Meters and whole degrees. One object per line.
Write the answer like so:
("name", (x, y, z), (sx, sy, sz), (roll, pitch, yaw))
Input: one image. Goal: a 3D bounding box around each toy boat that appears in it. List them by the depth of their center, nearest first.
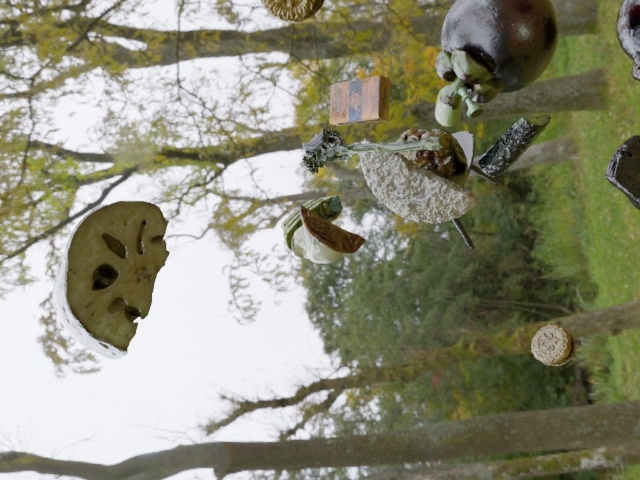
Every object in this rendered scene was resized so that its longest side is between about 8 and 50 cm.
("toy boat", (-0.041, -0.071, 1.839), (0.276, 0.084, 0.111), (-39, -52, -29))

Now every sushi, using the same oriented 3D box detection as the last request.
("sushi", (0.273, -0.203, 1.347), (0.204, 0.200, 0.213), (36, -142, -48))

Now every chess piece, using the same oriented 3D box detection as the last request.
("chess piece", (0.388, -0.366, 1.335), (0.042, 0.042, 0.093), (39, -154, -62))

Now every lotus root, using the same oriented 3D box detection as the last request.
("lotus root", (-0.303, 0.046, 0.733), (0.138, 0.119, 0.235), (16, -110, -22))

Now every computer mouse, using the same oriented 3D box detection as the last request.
("computer mouse", (0.731, -0.138, 1.141), (0.217, 0.073, 0.122), (33, -96, -22))

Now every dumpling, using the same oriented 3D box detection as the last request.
("dumpling", (0.002, -0.001, 1.469), (0.100, 0.169, 0.134), (-47, -47, -34))

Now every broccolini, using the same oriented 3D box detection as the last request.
("broccolini", (0.081, -0.149, 0.830), (0.057, 0.254, 0.071), (-45, -49, -48))

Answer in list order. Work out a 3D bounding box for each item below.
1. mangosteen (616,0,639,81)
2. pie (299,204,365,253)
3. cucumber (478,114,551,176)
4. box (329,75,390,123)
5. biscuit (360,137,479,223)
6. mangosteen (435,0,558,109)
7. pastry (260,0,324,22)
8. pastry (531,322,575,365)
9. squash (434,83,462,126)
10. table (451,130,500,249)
("mangosteen", (0.865, -0.527, 1.232), (0.313, 0.297, 0.297), (-55, -14, 15))
("pie", (0.017, -0.016, 1.271), (0.033, 0.191, 0.088), (-58, 5, 41))
("cucumber", (0.476, -0.228, 1.248), (0.211, 0.078, 0.062), (125, 137, -67))
("box", (0.143, -0.515, 1.895), (0.070, 0.237, 0.152), (-3, -84, -50))
("biscuit", (0.178, -0.100, 1.019), (0.032, 0.250, 0.133), (-50, -13, -43))
("mangosteen", (0.458, -0.528, 1.354), (0.330, 0.330, 0.330), (-6, -90, -70))
("pastry", (-0.077, -0.715, 1.447), (0.103, 0.188, 0.189), (-72, -31, -58))
("pastry", (0.554, 0.250, 1.211), (0.057, 0.109, 0.097), (30, -86, -28))
("squash", (0.438, -0.472, 1.731), (0.188, 0.095, 0.095), (60, -151, -71))
("table", (0.437, -0.161, 1.654), (0.249, 0.317, 0.317), (36, -132, -36))
